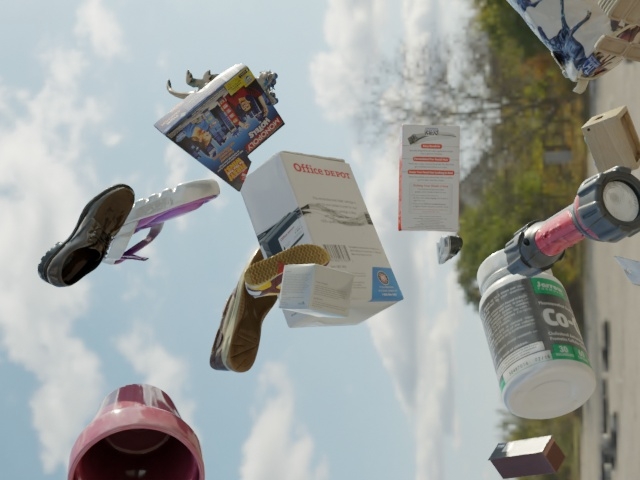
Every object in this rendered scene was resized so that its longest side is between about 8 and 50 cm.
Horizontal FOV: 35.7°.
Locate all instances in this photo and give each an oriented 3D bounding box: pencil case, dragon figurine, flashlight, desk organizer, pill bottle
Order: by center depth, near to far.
[{"bbox_3d":[0.372,-0.013,1.487,0.304,0.103,0.103,135,139,-65],"label":"flashlight"},{"bbox_3d":[0.374,0.394,1.800,0.050,0.130,0.047,55,-131,-11],"label":"desk organizer"},{"bbox_3d":[0.425,-0.482,1.891,0.410,0.183,0.160,51,-162,16],"label":"pencil case"},{"bbox_3d":[-0.202,-0.303,2.047,0.144,0.289,0.085,2,-91,-38],"label":"dragon figurine"},{"bbox_3d":[0.472,0.200,2.233,0.204,0.204,0.361,73,-174,-47],"label":"pill bottle"}]

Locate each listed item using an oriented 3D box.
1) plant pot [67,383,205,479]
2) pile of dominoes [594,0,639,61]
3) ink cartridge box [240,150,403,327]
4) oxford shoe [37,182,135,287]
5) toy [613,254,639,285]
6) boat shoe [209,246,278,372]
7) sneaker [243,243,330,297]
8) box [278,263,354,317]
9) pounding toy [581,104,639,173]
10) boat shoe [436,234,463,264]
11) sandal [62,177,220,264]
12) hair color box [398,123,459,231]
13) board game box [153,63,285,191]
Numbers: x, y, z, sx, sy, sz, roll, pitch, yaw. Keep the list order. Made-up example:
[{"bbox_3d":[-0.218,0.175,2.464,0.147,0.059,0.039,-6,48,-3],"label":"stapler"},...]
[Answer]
[{"bbox_3d":[-0.279,0.318,1.513,0.180,0.201,0.201,-113,14,-66],"label":"plant pot"},{"bbox_3d":[0.565,-0.371,1.584,0.196,0.251,0.040,-60,34,38],"label":"pile of dominoes"},{"bbox_3d":[0.000,0.000,2.417,0.285,0.166,0.395,4,-120,-52],"label":"ink cartridge box"},{"bbox_3d":[-0.396,-0.004,1.769,0.227,0.096,0.083,-56,-50,-15],"label":"oxford shoe"},{"bbox_3d":[0.692,0.061,1.879,0.137,0.237,0.056,42,-110,-48],"label":"toy"},{"bbox_3d":[-0.199,0.172,2.503,0.123,0.123,0.342,34,-120,-38],"label":"boat shoe"},{"bbox_3d":[-0.068,0.066,2.074,0.084,0.185,0.070,80,173,-60],"label":"sneaker"},{"bbox_3d":[-0.009,0.096,1.887,0.101,0.102,0.087,16,-102,-37],"label":"box"},{"bbox_3d":[0.671,-0.187,2.224,0.181,0.094,0.206,-35,-76,-59],"label":"pounding toy"},{"bbox_3d":[0.256,0.018,1.985,0.142,0.040,0.049,90,176,-80],"label":"boat shoe"},{"bbox_3d":[-0.370,-0.008,1.967,0.169,0.416,0.102,-13,-100,-60],"label":"sandal"},{"bbox_3d":[0.172,-0.098,1.579,0.053,0.093,0.167,160,111,-88],"label":"hair color box"},{"bbox_3d":[-0.171,-0.195,1.818,0.060,0.194,0.194,39,167,50],"label":"board game box"}]
